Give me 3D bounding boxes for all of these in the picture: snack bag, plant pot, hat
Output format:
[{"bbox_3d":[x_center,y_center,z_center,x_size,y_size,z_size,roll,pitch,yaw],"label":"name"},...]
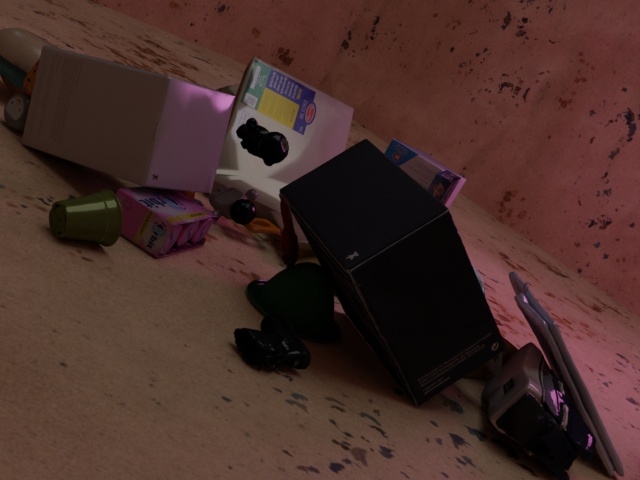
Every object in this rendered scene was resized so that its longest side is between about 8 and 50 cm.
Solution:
[{"bbox_3d":[0.436,0.228,1.710,0.323,0.037,0.342,62,6,-14],"label":"snack bag"},{"bbox_3d":[-0.335,-0.031,1.303,0.079,0.083,0.083,-3,34,-46],"label":"plant pot"},{"bbox_3d":[-0.005,0.043,1.469,0.173,0.183,0.208,33,14,11],"label":"hat"}]

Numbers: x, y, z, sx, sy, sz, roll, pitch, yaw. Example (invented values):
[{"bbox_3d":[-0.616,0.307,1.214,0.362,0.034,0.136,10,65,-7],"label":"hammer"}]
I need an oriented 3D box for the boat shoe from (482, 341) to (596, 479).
[{"bbox_3d":[0.368,0.287,1.556,0.158,0.127,0.340,45,16,3],"label":"boat shoe"}]

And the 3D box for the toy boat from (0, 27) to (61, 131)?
[{"bbox_3d":[-0.517,-0.285,1.732,0.267,0.148,0.318,32,5,-15],"label":"toy boat"}]

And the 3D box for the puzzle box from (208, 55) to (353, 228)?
[{"bbox_3d":[-0.080,-0.204,2.030,0.272,0.052,0.409,26,48,-14],"label":"puzzle box"}]

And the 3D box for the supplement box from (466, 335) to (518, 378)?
[{"bbox_3d":[0.262,0.199,1.691,0.233,0.080,0.078,17,18,-48],"label":"supplement box"}]

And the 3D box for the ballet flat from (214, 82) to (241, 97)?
[{"bbox_3d":[-0.145,-0.344,2.576,0.483,0.182,0.164,39,17,35],"label":"ballet flat"}]

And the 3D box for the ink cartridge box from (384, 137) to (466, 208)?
[{"bbox_3d":[0.225,-0.111,2.393,0.171,0.233,0.168,36,13,26],"label":"ink cartridge box"}]

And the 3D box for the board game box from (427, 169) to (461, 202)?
[{"bbox_3d":[0.242,-0.049,2.180,0.042,0.243,0.165,32,13,9],"label":"board game box"}]

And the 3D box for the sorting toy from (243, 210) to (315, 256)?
[{"bbox_3d":[0.000,0.000,1.819,0.347,0.047,0.196,9,17,-22],"label":"sorting toy"}]

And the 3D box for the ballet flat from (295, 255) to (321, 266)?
[{"bbox_3d":[0.061,0.071,1.740,0.232,0.073,0.080,28,13,-7],"label":"ballet flat"}]

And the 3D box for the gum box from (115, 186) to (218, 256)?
[{"bbox_3d":[-0.252,-0.035,1.495,0.107,0.062,0.188,32,13,11],"label":"gum box"}]

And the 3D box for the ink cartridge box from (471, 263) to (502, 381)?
[{"bbox_3d":[0.271,0.129,1.559,0.179,0.045,0.145,55,-14,36],"label":"ink cartridge box"}]

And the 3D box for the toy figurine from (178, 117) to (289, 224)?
[{"bbox_3d":[-0.185,-0.139,1.694,0.213,0.209,0.148,21,5,-34],"label":"toy figurine"}]

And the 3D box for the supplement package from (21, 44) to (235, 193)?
[{"bbox_3d":[-0.322,-0.201,1.552,0.293,0.177,0.175,20,8,31],"label":"supplement package"}]

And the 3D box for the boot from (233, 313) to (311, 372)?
[{"bbox_3d":[-0.077,0.137,1.286,0.099,0.045,0.121,14,22,-41],"label":"boot"}]

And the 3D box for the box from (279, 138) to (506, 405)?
[{"bbox_3d":[0.112,0.042,1.457,0.294,0.183,0.296,61,-6,-34],"label":"box"}]
